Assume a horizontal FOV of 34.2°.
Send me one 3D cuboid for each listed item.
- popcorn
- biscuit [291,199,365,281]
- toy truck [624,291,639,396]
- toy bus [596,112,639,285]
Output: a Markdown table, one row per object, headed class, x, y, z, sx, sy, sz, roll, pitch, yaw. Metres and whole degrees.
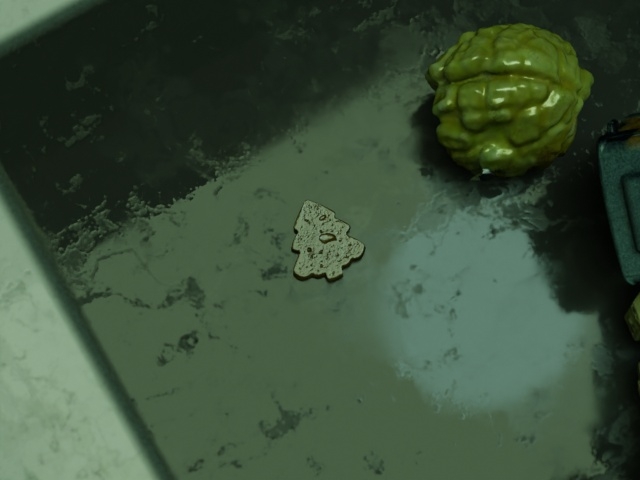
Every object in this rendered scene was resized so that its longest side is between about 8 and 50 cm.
| class | x | y | z | sx | sy | sz | roll | pitch | yaw |
| --- | --- | --- | --- | --- | --- | --- | --- | --- | --- |
| popcorn | 0.188 | -0.139 | 1.075 | 0.173 | 0.173 | 0.142 | -23 | 59 | -5 |
| biscuit | 0.000 | 0.000 | 1.110 | 0.082 | 0.016 | 0.092 | -24 | 80 | 0 |
| toy truck | 0.509 | 0.120 | 1.016 | 0.405 | 0.180 | 0.254 | -14 | 66 | -1 |
| toy bus | 0.432 | -0.063 | 0.966 | 0.323 | 0.194 | 0.162 | -8 | 102 | 33 |
